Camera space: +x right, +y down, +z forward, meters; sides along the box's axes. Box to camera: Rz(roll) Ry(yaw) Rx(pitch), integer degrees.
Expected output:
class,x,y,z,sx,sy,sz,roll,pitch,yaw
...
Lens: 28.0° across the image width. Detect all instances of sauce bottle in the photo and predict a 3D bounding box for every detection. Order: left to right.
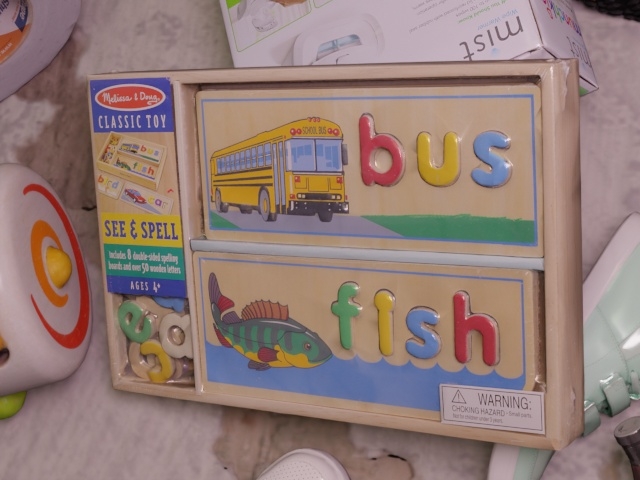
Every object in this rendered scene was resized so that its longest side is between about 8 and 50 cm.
class,x,y,z,sx,sy,sz,roll,pitch,yaw
sauce bottle,0.256,0.189,0.947,0.042,0.042,0.128,-32,99,4

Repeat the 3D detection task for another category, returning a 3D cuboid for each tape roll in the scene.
class,x,y,z,sx,sy,sz,roll,pitch,yaw
tape roll,-0.325,-0.207,1.146,0.219,0.219,0.072,-39,68,1

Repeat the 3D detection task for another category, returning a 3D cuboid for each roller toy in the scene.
class,x,y,z,sx,sy,sz,roll,pitch,yaw
roller toy,-0.279,0.035,1.075,0.146,0.209,0.191,-14,65,9

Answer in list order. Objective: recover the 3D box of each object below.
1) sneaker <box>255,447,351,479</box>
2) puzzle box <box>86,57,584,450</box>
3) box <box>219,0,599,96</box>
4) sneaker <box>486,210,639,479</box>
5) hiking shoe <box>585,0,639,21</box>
class,x,y,z,sx,sy,sz,roll,pitch,yaw
sneaker,-0.080,0.281,0.969,0.108,0.169,0.292,28,81,22
puzzle box,0.000,0.000,0.977,0.409,0.052,0.272,2,100,32
box,0.060,-0.185,1.052,0.262,0.127,0.231,-24,69,26
sneaker,0.239,0.118,0.975,0.151,0.094,0.256,31,85,17
hiking shoe,0.244,-0.257,1.086,0.227,0.086,0.114,13,81,18
